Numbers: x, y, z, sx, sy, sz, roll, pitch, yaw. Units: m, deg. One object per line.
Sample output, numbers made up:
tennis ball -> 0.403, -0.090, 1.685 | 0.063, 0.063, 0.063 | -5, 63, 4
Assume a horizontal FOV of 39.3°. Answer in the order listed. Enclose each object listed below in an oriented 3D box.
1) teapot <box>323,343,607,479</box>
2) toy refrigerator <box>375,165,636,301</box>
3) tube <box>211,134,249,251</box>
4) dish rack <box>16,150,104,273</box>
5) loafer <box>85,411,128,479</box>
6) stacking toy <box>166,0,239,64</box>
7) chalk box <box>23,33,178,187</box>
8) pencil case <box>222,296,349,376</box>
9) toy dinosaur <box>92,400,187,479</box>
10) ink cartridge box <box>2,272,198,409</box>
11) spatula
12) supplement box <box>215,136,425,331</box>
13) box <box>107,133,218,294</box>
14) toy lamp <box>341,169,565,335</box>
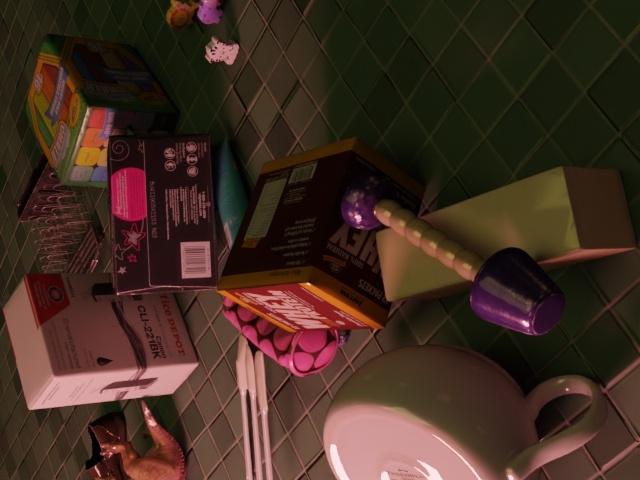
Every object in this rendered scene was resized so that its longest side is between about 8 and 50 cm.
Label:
teapot -> 0.143, 0.204, 0.983 | 0.256, 0.187, 0.252 | 32, 138, 17
toy refrigerator -> 0.190, -0.005, 0.974 | 0.270, 0.102, 0.094 | -22, 75, 49
tube -> -0.141, -0.064, 1.416 | 0.080, 0.052, 0.207 | -46, 51, 38
dish rack -> -0.545, -0.029, 1.880 | 0.208, 0.074, 0.271 | -50, 55, 39
loafer -> -0.421, 0.446, 1.736 | 0.080, 0.078, 0.219 | -15, 80, 50
stacking toy -> -0.167, -0.411, 1.433 | 0.167, 0.052, 0.221 | 48, 125, 38
chalk box -> -0.387, -0.210, 1.602 | 0.289, 0.179, 0.180 | 53, 129, 35
pencil case -> -0.058, 0.112, 1.284 | 0.209, 0.095, 0.098 | 27, 110, 49
toy dinosaur -> -0.289, 0.435, 1.554 | 0.200, 0.127, 0.295 | 21, 95, 40
ink cartridge box -> -0.369, 0.163, 1.520 | 0.114, 0.273, 0.197 | -45, 57, 36
spatula -> -0.097, 0.272, 1.356 | 0.168, 0.019, 0.241 | -172, 76, -69
supplement box -> 0.000, 0.000, 1.122 | 0.191, 0.129, 0.194 | -9, 56, 50
box -> -0.257, -0.039, 1.441 | 0.142, 0.164, 0.247 | 172, 95, -74
toy lamp -> 0.128, 0.009, 0.908 | 0.275, 0.080, 0.080 | 35, 117, 43
